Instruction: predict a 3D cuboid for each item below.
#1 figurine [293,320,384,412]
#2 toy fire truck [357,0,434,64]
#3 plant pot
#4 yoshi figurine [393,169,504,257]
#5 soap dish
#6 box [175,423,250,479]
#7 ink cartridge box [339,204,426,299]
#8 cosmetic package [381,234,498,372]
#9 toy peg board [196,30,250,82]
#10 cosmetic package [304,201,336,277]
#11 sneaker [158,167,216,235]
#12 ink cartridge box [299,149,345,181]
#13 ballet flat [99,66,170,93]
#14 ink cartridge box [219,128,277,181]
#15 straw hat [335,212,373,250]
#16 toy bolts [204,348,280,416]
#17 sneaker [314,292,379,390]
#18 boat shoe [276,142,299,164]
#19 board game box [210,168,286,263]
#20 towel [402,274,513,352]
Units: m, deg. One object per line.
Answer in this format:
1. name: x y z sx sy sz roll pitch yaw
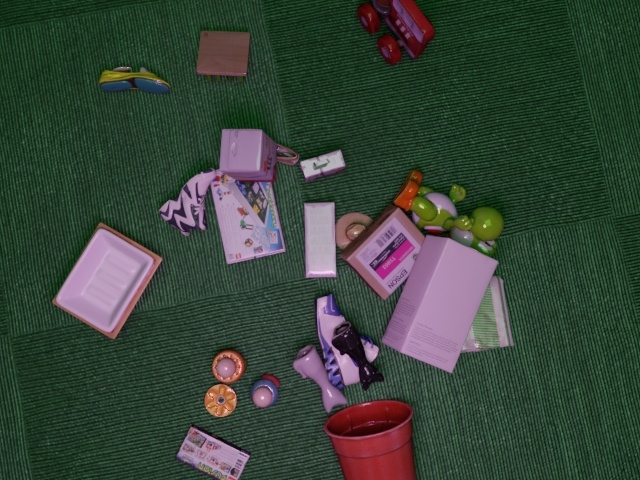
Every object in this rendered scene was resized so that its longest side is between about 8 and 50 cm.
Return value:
1. figurine: 0.056 0.384 1.782 0.215 0.092 0.209 -32 99 -1
2. toy fire truck: 0.245 -0.721 1.886 0.169 0.254 0.302 -33 87 -3
3. plant pot: 0.169 0.655 1.792 0.272 0.272 0.265 -12 94 -2
4. yoshi figurine: 0.425 -0.093 1.877 0.362 0.203 0.203 35 79 -1
5. soap dish: -0.660 0.125 1.878 0.229 0.118 0.290 30 86 2
6. box: -0.337 0.676 1.882 0.207 0.036 0.114 27 86 1
7. ink cartridge box: 0.210 0.036 1.885 0.234 0.088 0.193 -46 107 -4
8. cosmetic package: 0.359 0.187 1.811 0.197 0.155 0.365 26 85 -17
9. toy peg board: -0.314 -0.596 1.969 0.161 0.079 0.160 2 70 -1
10. cosmetic package: 0.000 0.000 1.924 0.099 0.060 0.239 -1 86 1
11. sneaker: -0.384 -0.109 1.902 0.235 0.094 0.153 -40 95 9
12. ink cartridge box: 0.007 -0.238 1.924 0.135 0.099 0.056 -17 87 -1
13. ballet flat: -0.604 -0.529 1.954 0.231 0.077 0.077 1 69 1
14. ink cartridge box: -0.216 -0.255 1.820 0.127 0.176 0.128 2 86 12
15. straw hat: 0.116 -0.027 1.929 0.145 0.061 0.144 0 86 -1
16. toy bolts: -0.247 0.465 1.838 0.229 0.158 0.218 23 86 1
17. sneaker: 0.087 0.311 1.882 0.182 0.127 0.315 -11 93 -5
18. boat shoe: -0.161 -0.295 1.939 0.190 0.072 0.068 11 86 0
19. board game box: -0.235 -0.092 1.932 0.193 0.053 0.305 -12 86 -1
20. towel: 0.441 0.244 1.928 0.325 0.038 0.247 -8 86 0
